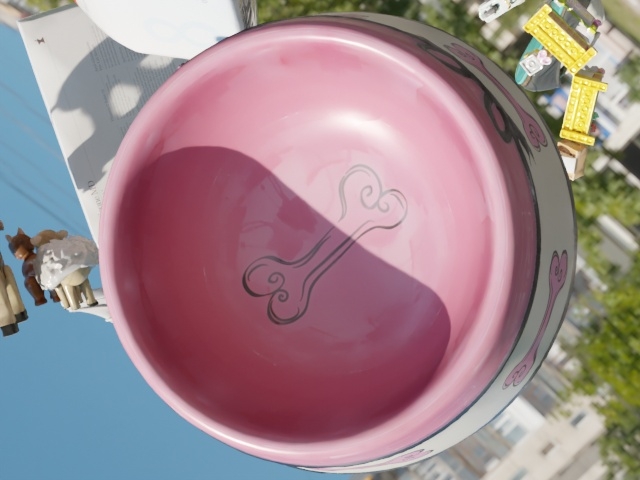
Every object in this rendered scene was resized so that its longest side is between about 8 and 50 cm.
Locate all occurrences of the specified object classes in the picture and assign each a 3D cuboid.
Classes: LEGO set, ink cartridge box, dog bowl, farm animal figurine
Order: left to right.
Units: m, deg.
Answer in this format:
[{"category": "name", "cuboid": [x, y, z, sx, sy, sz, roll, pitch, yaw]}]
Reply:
[{"category": "farm animal figurine", "cuboid": [-0.487, 0.045, 1.543, 0.327, 0.330, 0.172, 2, 110, 66]}, {"category": "ink cartridge box", "cuboid": [-0.275, -0.320, 1.270, 0.385, 0.091, 0.308, 6, 161, 6]}, {"category": "dog bowl", "cuboid": [0.000, 0.000, 0.944, 0.408, 0.408, 0.150, 44, -170, 11]}, {"category": "LEGO set", "cuboid": [0.334, -0.232, 1.555, 0.287, 0.132, 0.107, 60, -143, -18]}]

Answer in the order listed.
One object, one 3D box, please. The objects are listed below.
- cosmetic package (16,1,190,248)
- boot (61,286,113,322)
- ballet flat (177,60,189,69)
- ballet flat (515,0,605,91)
[{"category": "cosmetic package", "cuboid": [-0.282, -0.208, 1.824, 0.097, 0.284, 0.377, -148, 40, -68]}, {"category": "boot", "cuboid": [-0.387, 0.149, 2.290, 0.258, 0.095, 0.123, -6, -93, -33]}, {"category": "ballet flat", "cuboid": [-0.103, -0.131, 1.437, 0.221, 0.079, 0.077, 36, -171, -10]}, {"category": "ballet flat", "cuboid": [0.417, -0.366, 1.936, 0.096, 0.280, 0.095, 10, -132, -8]}]
